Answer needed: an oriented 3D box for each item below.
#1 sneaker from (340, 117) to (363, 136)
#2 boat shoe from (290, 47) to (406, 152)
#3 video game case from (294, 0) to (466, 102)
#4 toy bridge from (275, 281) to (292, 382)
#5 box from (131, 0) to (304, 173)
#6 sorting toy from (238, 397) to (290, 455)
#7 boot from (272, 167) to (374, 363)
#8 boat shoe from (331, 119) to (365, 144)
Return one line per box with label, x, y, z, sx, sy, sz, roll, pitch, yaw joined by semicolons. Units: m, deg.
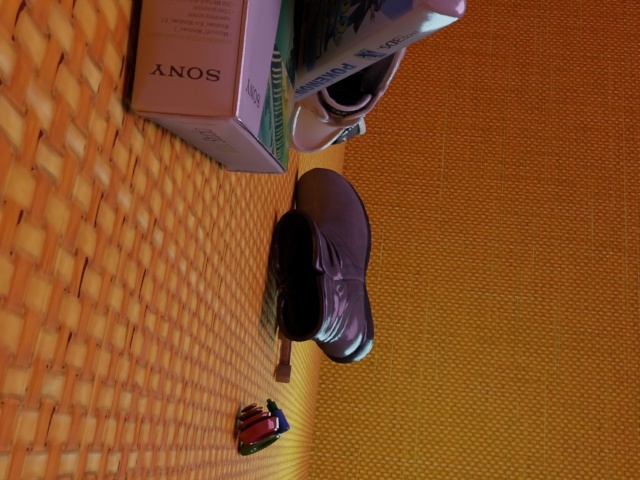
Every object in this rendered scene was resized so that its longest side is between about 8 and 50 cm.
sneaker;0.010;-0.258;0.749;0.295;0.124;0.178;118;-24;-57
boat shoe;0.021;-0.157;0.654;0.267;0.096;0.088;131;-37;-52
video game case;0.027;-0.291;0.517;0.300;0.036;0.328;-179;-84;-66
toy bridge;-0.053;0.131;1.041;0.063;0.026;0.188;-83;177;-62
box;-0.041;-0.213;0.420;0.232;0.059;0.321;5;92;-87
sorting toy;-0.071;0.211;0.763;0.042;0.061;0.102;60;-20;22
boot;0.000;0.000;0.965;0.222;0.118;0.337;48;26;-60
boat shoe;0.018;-0.213;1.115;0.109;0.091;0.305;53;-1;-1
